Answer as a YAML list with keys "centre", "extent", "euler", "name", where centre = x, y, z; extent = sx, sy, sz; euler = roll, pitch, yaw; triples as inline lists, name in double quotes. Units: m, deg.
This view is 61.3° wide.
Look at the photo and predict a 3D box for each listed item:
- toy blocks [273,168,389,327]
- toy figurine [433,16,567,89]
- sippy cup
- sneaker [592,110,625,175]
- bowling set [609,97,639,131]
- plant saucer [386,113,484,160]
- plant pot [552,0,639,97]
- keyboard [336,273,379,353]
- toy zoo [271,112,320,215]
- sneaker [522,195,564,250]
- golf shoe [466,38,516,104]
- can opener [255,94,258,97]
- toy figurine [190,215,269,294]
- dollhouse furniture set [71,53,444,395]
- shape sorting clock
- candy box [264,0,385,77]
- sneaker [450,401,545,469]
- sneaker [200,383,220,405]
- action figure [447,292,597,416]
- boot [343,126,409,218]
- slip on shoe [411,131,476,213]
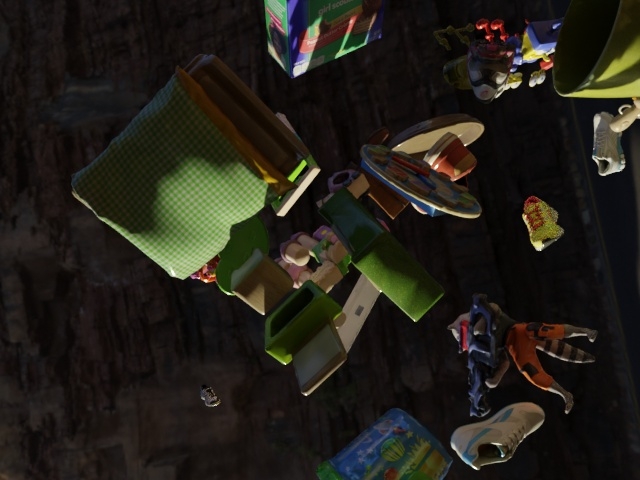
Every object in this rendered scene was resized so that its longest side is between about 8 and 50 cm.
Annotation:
- centre: [0.000, 0.000, 1.377]
  extent: [0.260, 0.288, 0.309]
  euler: [26, 154, 52]
  name: "toy blocks"
- centre: [0.493, -0.504, 1.330]
  extent: [0.217, 0.362, 0.191]
  euler: [-22, 82, 66]
  name: "toy figurine"
- centre: [0.148, 0.488, 1.139]
  extent: [0.305, 0.224, 0.240]
  euler: [27, 158, 53]
  name: "sippy cup"
- centre: [0.824, -0.277, 1.567]
  extent: [0.191, 0.083, 0.071]
  euler: [68, 163, -13]
  name: "sneaker"
- centre: [0.907, -0.355, 1.394]
  extent: [0.154, 0.287, 0.200]
  euler: [115, 170, -59]
  name: "bowling set"
- centre: [0.294, -0.266, 1.441]
  extent: [0.278, 0.278, 0.041]
  euler: [27, -134, -74]
  name: "plant saucer"
- centre: [0.688, -0.411, 1.121]
  extent: [0.275, 0.293, 0.275]
  euler: [-169, 90, -89]
  name: "plant pot"
- centre: [0.099, 0.188, 1.476]
  extent: [0.256, 0.072, 0.014]
  euler: [-61, -24, -3]
  name: "keyboard"
- centre: [-0.129, -0.244, 1.613]
  extent: [0.030, 0.192, 0.293]
  euler: [7, -138, -47]
  name: "toy zoo"
- centre: [0.552, -0.049, 1.375]
  extent: [0.094, 0.081, 0.208]
  euler: [45, -152, -8]
  name: "sneaker"
- centre: [0.244, -0.250, 0.791]
  extent: [0.186, 0.067, 0.086]
  euler: [-45, -37, -59]
  name: "golf shoe"
- centre: [-0.239, -0.226, 1.234]
  extent: [0.074, 0.280, 0.093]
  euler: [58, -154, 4]
  name: "can opener"
- centre: [-0.203, 0.029, 1.038]
  extent: [0.130, 0.159, 0.173]
  euler: [34, -123, -39]
  name: "toy figurine"
- centre: [-0.067, -0.003, 0.518]
  extent: [0.301, 0.197, 0.151]
  euler: [42, -172, -26]
  name: "dollhouse furniture set"
- centre: [0.154, -0.096, 0.826]
  extent: [0.206, 0.206, 0.040]
  euler: [-76, 10, -63]
  name: "shape sorting clock"
- centre: [0.013, -0.554, 1.171]
  extent: [0.122, 0.268, 0.317]
  euler: [51, 161, 27]
  name: "candy box"
- centre: [0.419, 0.448, 1.233]
  extent: [0.092, 0.228, 0.087]
  euler: [-133, 24, -66]
  name: "sneaker"
- centre: [-0.281, 0.387, 1.356]
  extent: [0.032, 0.083, 0.037]
  euler: [-15, -74, -37]
  name: "sneaker"
- centre: [0.468, 0.284, 1.324]
  extent: [0.178, 0.330, 0.341]
  euler: [-24, -55, -43]
  name: "action figure"
- centre: [0.262, -0.266, 2.092]
  extent: [0.280, 0.264, 0.096]
  euler: [39, -172, 12]
  name: "boot"
- centre: [0.286, -0.131, 1.259]
  extent: [0.101, 0.123, 0.331]
  euler: [45, 169, 14]
  name: "slip on shoe"
